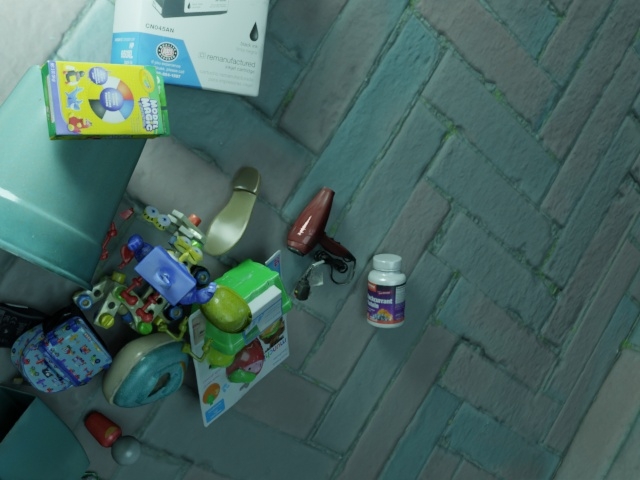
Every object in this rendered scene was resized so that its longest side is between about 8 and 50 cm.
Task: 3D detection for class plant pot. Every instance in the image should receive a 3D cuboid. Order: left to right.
[{"bbox_3d":[-0.619,0.449,1.502,0.234,0.166,0.165,57,49,-36],"label":"plant pot"},{"bbox_3d":[-0.516,-0.126,1.347,0.341,0.341,0.334,33,76,-35],"label":"plant pot"}]

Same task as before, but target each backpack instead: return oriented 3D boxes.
[{"bbox_3d":[-0.544,0.240,1.473,0.173,0.117,0.158,-32,118,-13],"label":"backpack"}]

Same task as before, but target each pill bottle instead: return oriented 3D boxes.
[{"bbox_3d":[0.186,0.141,1.998,0.108,0.108,0.193,-9,107,-31],"label":"pill bottle"}]

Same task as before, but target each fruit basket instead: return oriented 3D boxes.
[{"bbox_3d":[-0.178,0.242,1.726,0.327,0.166,0.352,-36,131,-41],"label":"fruit basket"}]

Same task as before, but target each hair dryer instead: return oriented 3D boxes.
[{"bbox_3d":[0.000,0.000,1.876,0.224,0.080,0.293,-21,120,-45],"label":"hair dryer"}]

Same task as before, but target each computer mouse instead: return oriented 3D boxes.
[{"bbox_3d":[-0.646,0.218,1.508,0.262,0.060,0.184,13,103,-38],"label":"computer mouse"}]

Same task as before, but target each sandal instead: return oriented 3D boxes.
[{"bbox_3d":[-0.197,-0.056,1.712,0.079,0.088,0.240,64,46,-67],"label":"sandal"}]

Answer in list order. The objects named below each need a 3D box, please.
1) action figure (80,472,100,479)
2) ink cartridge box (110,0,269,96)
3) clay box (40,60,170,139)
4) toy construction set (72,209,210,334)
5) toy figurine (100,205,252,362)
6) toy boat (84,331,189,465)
[{"bbox_3d":[-0.595,0.591,1.640,0.232,0.063,0.137,2,99,-37],"label":"action figure"},{"bbox_3d":[-0.264,-0.518,1.483,0.286,0.166,0.394,1,102,-34],"label":"ink cartridge box"},{"bbox_3d":[-0.367,-0.245,1.250,0.222,0.053,0.127,-8,91,-35],"label":"clay box"},{"bbox_3d":[-0.372,0.079,1.600,0.327,0.151,0.215,-46,123,-2],"label":"toy construction set"},{"bbox_3d":[-0.304,0.101,1.413,0.191,0.217,0.362,-43,99,-3],"label":"toy figurine"},{"bbox_3d":[-0.406,0.355,1.612,0.318,0.148,0.267,-56,166,10],"label":"toy boat"}]
